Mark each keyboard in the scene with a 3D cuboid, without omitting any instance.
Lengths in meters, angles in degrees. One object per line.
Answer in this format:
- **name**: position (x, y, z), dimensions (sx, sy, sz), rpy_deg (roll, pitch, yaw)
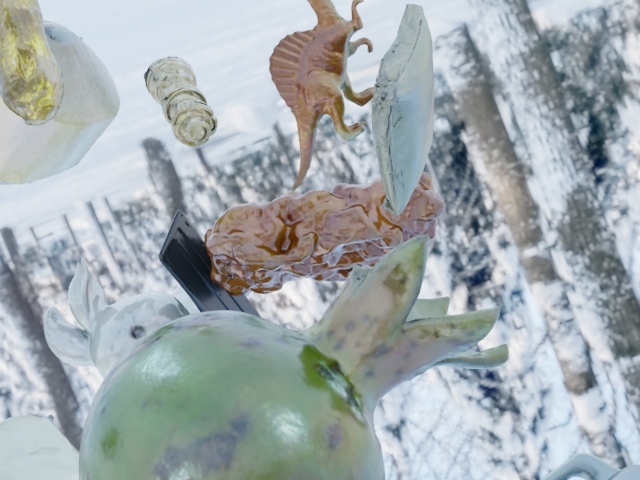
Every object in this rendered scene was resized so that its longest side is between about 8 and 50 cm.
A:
- **keyboard**: position (-0.125, 0.112, 1.480), dimensions (0.041, 0.381, 0.103), rpy_deg (-13, -138, 31)

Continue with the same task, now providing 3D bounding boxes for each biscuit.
- **biscuit**: position (0.000, 0.000, 1.354), dimensions (0.312, 0.111, 0.318), rpy_deg (-11, 170, -5)

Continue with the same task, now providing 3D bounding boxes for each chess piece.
- **chess piece**: position (-0.148, -0.147, 1.060), dimensions (0.060, 0.060, 0.172), rpy_deg (-22, -149, -7)

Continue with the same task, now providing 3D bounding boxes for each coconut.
- **coconut**: position (-0.434, -0.220, 1.475), dimensions (0.244, 0.239, 0.239), rpy_deg (-46, 170, 32)

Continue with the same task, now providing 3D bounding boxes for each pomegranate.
- **pomegranate**: position (-0.010, 0.093, 0.463), dimensions (0.220, 0.156, 0.156), rpy_deg (-20, -177, -7)

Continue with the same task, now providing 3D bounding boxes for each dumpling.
- **dumpling**: position (-0.283, 0.300, 0.999), dimensions (0.166, 0.216, 0.126), rpy_deg (-24, -160, -39)

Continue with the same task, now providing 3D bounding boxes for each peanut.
- **peanut**: position (-0.402, -0.253, 1.327), dimensions (0.087, 0.207, 0.087), rpy_deg (-18, 174, -2)

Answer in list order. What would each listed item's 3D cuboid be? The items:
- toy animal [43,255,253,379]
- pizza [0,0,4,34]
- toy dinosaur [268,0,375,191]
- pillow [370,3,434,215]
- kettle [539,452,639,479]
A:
- **toy animal**: position (-0.244, 0.139, 1.529), dimensions (0.310, 0.183, 0.247), rpy_deg (-13, -141, -40)
- **pizza**: position (-0.434, -0.278, 1.038), dimensions (0.198, 0.188, 0.062), rpy_deg (-11, 177, -28)
- **toy dinosaur**: position (-0.005, -0.173, 1.060), dimensions (0.212, 0.142, 0.057), rpy_deg (-55, -156, -10)
- **pillow**: position (0.085, -0.129, 1.004), dimensions (0.053, 0.208, 0.119), rpy_deg (16, -121, 16)
- **kettle**: position (0.377, 0.402, 1.355), dimensions (0.210, 0.160, 0.243), rpy_deg (24, -144, 33)
